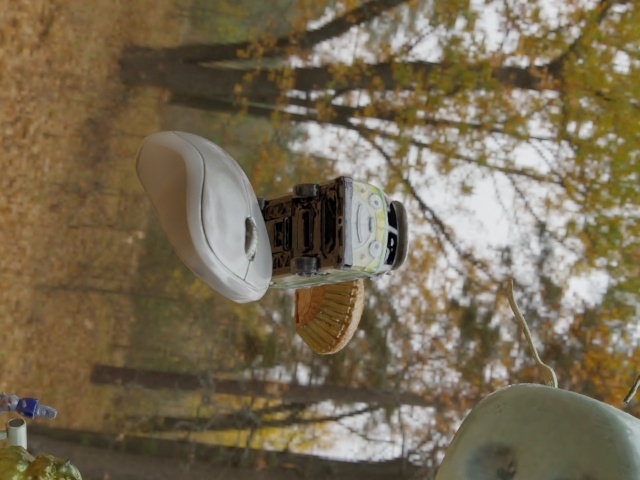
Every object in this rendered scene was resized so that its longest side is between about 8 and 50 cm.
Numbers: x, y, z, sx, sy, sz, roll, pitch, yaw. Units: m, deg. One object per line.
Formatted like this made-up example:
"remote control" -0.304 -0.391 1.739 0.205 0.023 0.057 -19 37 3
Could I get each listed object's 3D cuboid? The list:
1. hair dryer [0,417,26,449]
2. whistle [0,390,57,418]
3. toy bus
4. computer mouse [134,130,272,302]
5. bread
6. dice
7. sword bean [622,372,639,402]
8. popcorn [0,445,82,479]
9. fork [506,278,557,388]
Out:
"hair dryer" -0.634 0.383 1.911 0.038 0.124 0.063 -124 -145 -60
"whistle" -0.403 0.230 1.348 0.029 0.083 0.033 -132 -122 -79
"toy bus" 0.000 0.000 1.565 0.305 0.179 0.143 -13 -108 52
"computer mouse" -0.148 -0.048 1.371 0.121 0.184 0.297 -41 -134 5
"bread" 0.019 0.165 2.460 0.240 0.139 0.240 -48 -149 41
"dice" 0.316 0.360 1.298 0.268 0.262 0.265 48 64 -48
"sword bean" 0.483 0.219 1.511 0.083 0.012 0.012 -49 170 -32
"popcorn" -0.383 0.342 1.272 0.173 0.173 0.142 132 -26 -73
"fork" 0.351 0.168 1.644 0.034 0.028 0.219 107 -32 -72
